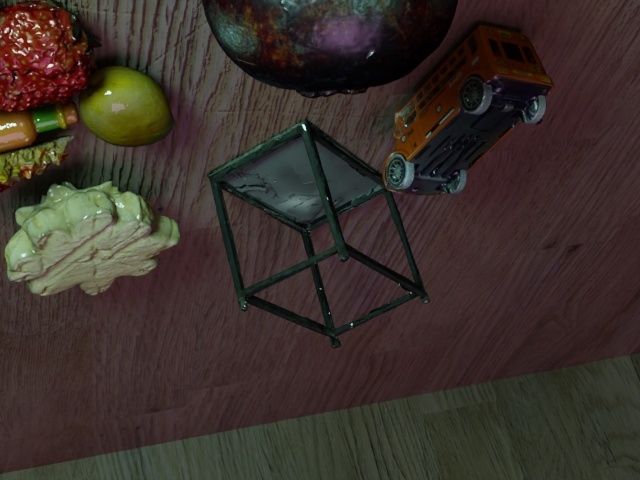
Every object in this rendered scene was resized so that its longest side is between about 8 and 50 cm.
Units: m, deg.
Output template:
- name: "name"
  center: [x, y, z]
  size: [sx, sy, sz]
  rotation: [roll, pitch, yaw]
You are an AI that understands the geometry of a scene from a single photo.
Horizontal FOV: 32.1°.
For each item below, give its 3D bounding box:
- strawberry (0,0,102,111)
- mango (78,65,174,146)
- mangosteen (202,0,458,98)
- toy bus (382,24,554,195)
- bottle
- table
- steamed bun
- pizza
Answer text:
- name: "strawberry"
  center: [-0.415, -0.234, 1.497]
  size: [0.228, 0.098, 0.174]
  rotation: [-17, 154, 1]
- name: "mango"
  center: [-0.286, -0.195, 1.672]
  size: [0.130, 0.091, 0.195]
  rotation: [-28, 161, 19]
- name: "mangosteen"
  center: [0.013, -0.330, 1.355]
  size: [0.330, 0.330, 0.330]
  rotation: [-13, 154, -6]
- name: "toy bus"
  center: [0.229, -0.205, 1.868]
  size: [0.143, 0.153, 0.329]
  rotation: [4, 147, -32]
- name: "bottle"
  center: [-0.451, -0.168, 1.646]
  size: [0.187, 0.069, 0.069]
  rotation: [-14, 154, -7]
- name: "table"
  center: [0.000, 0.000, 2.008]
  size: [0.222, 0.272, 0.335]
  rotation: [-27, 152, 21]
- name: "steamed bun"
  center: [-0.397, -0.014, 1.917]
  size: [0.296, 0.137, 0.292]
  rotation: [-18, 154, -9]
- name: "pizza"
  center: [-0.464, -0.113, 1.703]
  size: [0.199, 0.062, 0.188]
  rotation: [-22, -163, -23]
